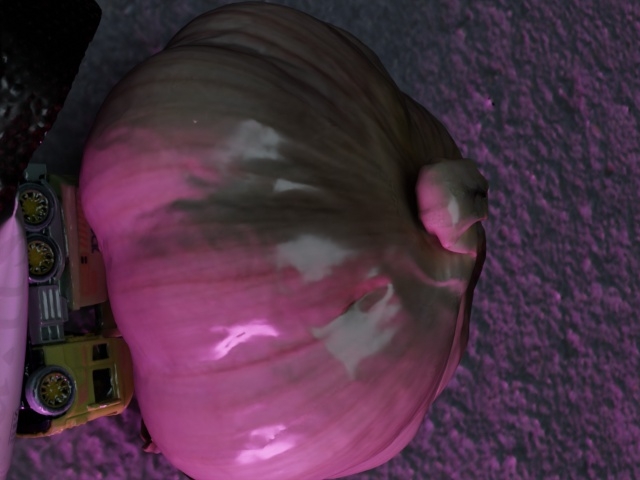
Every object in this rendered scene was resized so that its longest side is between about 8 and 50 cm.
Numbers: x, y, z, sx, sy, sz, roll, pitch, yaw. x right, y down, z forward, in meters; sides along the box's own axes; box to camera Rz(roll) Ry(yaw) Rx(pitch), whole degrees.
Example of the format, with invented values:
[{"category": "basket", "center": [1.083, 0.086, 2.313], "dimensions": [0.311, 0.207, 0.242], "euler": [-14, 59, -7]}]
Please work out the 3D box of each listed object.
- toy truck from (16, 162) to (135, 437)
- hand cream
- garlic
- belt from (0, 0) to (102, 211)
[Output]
[{"category": "toy truck", "center": [-0.164, 0.035, 0.743], "dimensions": [0.100, 0.077, 0.168], "euler": [-5, 86, -44]}, {"category": "hand cream", "center": [-0.191, 0.063, 0.664], "dimensions": [0.050, 0.078, 0.204], "euler": [10, 101, -16]}, {"category": "garlic", "center": [-0.014, 0.001, 0.745], "dimensions": [0.241, 0.322, 0.321], "euler": [-2, 89, 6]}, {"category": "belt", "center": [-0.252, -0.053, 0.625], "dimensions": [0.164, 0.184, 0.289], "euler": [35, 70, -27]}]
